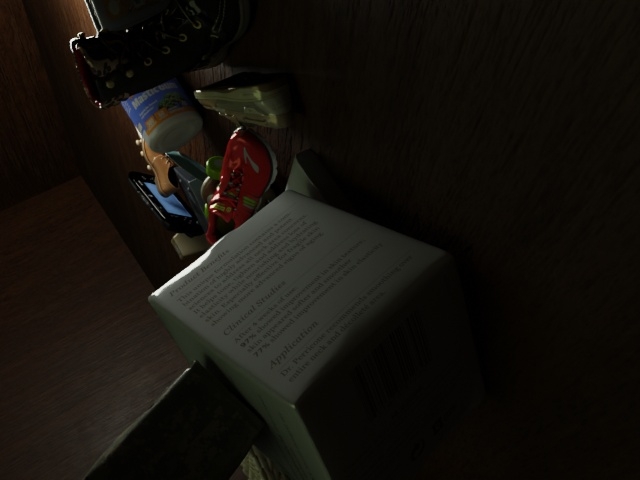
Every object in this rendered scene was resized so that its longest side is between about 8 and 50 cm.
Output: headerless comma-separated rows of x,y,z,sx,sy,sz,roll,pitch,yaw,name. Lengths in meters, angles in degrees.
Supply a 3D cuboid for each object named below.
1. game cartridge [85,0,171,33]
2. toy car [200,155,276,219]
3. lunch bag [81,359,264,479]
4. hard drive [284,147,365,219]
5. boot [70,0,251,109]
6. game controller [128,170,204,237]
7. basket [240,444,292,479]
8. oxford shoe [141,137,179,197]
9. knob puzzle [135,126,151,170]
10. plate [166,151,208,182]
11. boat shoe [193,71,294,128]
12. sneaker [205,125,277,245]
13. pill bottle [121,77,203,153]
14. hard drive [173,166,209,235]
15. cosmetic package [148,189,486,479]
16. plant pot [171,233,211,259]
-0.379,-0.530,1.334,0.062,0.198,0.297,37,149,46,game cartridge
-0.155,-0.081,1.467,0.188,0.148,0.155,47,145,29,toy car
-0.226,0.343,1.053,0.169,0.235,0.287,40,155,8,lunch bag
0.000,0.000,1.365,0.233,0.047,0.353,55,158,14,hard drive
-0.291,-0.372,1.221,0.138,0.284,0.377,62,159,-3,boot
-0.497,-0.121,2.180,0.319,0.067,0.166,44,-169,34,game controller
-0.072,0.471,1.660,0.329,0.266,0.331,63,159,-3,basket
-0.497,-0.247,2.143,0.076,0.076,0.212,-21,93,34,oxford shoe
-0.586,-0.306,2.238,0.213,0.029,0.213,62,168,23,knob puzzle
-0.326,-0.187,1.779,0.188,0.024,0.188,36,-176,-3,plate
-0.149,-0.260,1.296,0.302,0.109,0.098,16,130,53,boat shoe
-0.164,-0.090,1.328,0.107,0.118,0.279,26,131,9,sneaker
-0.425,-0.367,1.697,0.272,0.152,0.152,55,158,11,pill bottle
-0.328,-0.088,1.932,0.172,0.054,0.255,38,153,56,hard drive
0.000,0.172,1.111,0.393,0.329,0.328,25,147,45,cosmetic package
-0.435,0.005,2.251,0.109,0.096,0.109,61,158,1,plant pot
